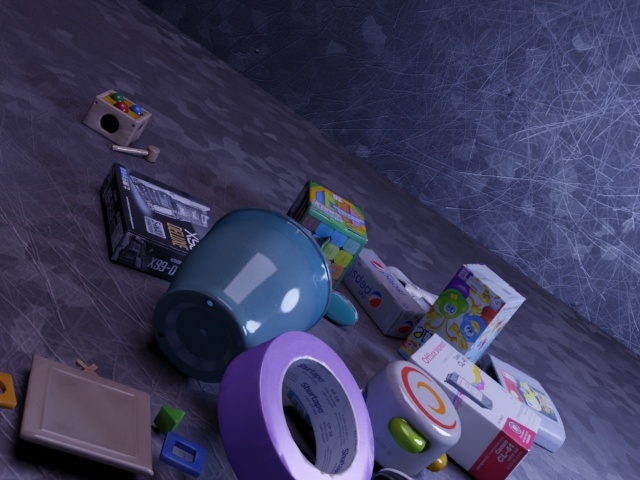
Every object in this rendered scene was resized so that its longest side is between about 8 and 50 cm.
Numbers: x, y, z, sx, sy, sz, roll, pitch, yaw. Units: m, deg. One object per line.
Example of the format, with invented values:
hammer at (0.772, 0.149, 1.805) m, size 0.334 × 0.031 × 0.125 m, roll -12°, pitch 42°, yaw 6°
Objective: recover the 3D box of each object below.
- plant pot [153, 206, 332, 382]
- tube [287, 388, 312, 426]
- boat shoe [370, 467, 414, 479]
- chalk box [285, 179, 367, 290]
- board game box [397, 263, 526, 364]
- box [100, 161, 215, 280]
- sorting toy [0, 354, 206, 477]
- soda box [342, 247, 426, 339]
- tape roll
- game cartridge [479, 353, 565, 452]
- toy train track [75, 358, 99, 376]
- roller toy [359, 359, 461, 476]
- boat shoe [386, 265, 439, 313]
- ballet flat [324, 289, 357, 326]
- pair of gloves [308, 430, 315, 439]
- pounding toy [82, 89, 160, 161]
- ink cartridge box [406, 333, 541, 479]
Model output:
plant pot at (-0.154, 0.112, 1.432) m, size 0.272 × 0.271 × 0.255 m, roll 36°, pitch 34°, yaw 6°
tube at (0.018, 0.334, 1.416) m, size 0.207 × 0.052 × 0.080 m, roll 49°, pitch -2°, yaw 29°
boat shoe at (0.153, 0.464, 1.302) m, size 0.079 × 0.084 × 0.233 m, roll 11°, pitch 32°, yaw -50°
chalk box at (0.000, 0.000, 2.064) m, size 0.179 × 0.180 × 0.289 m, roll 29°, pitch 20°, yaw -13°
board game box at (0.340, 0.206, 1.961) m, size 0.142 × 0.275 × 0.144 m, roll 43°, pitch 20°, yaw 25°
box at (-0.334, -0.026, 1.722) m, size 0.242 × 0.076 × 0.307 m, roll 24°, pitch 21°, yaw -29°
sorting toy at (-0.323, 0.246, 1.111) m, size 0.348 × 0.047 × 0.196 m, roll 26°, pitch 16°, yaw -24°
soda box at (0.151, 0.131, 2.124) m, size 0.098 × 0.091 × 0.286 m, roll 15°, pitch 26°, yaw -42°
tape roll at (-0.032, 0.284, 1.253) m, size 0.275 × 0.090 × 0.274 m, roll 37°, pitch 37°, yaw -36°
game cartridge at (0.527, 0.419, 2.102) m, size 0.196 × 0.060 × 0.294 m, roll 34°, pitch 18°, yaw -14°
toy train track at (-0.339, 0.212, 1.220) m, size 0.083 × 0.014 × 0.048 m, roll 41°, pitch 11°, yaw 2°
roller toy at (0.154, 0.338, 1.524) m, size 0.209 × 0.146 × 0.191 m, roll 23°, pitch 30°, yaw -47°
boat shoe at (0.239, 0.156, 2.211) m, size 0.088 × 0.096 × 0.267 m, roll 3°, pitch 34°, yaw -51°
ballet flat at (0.006, 0.137, 1.917) m, size 0.188 × 0.070 × 0.070 m, roll 35°, pitch 18°, yaw -6°
pair of gloves at (0.018, 0.368, 1.432) m, size 0.074 × 0.010 × 0.083 m, roll 17°, pitch 27°, yaw -44°
pounding toy at (-0.497, -0.295, 2.097) m, size 0.206 × 0.094 × 0.181 m, roll 31°, pitch 18°, yaw -6°
ink cartridge box at (0.307, 0.362, 1.745) m, size 0.306 × 0.131 × 0.226 m, roll 40°, pitch 19°, yaw 13°
